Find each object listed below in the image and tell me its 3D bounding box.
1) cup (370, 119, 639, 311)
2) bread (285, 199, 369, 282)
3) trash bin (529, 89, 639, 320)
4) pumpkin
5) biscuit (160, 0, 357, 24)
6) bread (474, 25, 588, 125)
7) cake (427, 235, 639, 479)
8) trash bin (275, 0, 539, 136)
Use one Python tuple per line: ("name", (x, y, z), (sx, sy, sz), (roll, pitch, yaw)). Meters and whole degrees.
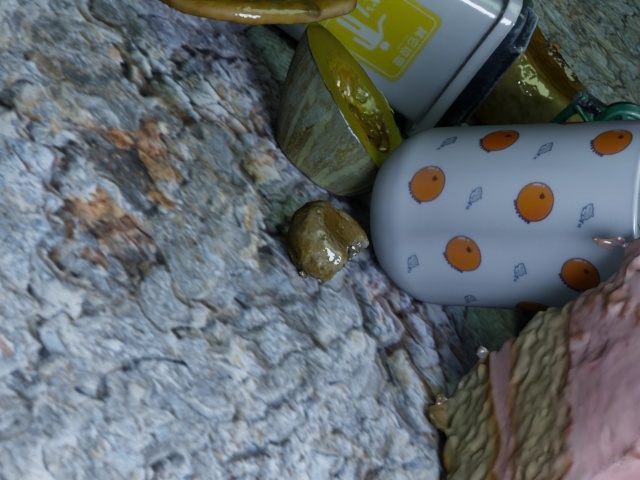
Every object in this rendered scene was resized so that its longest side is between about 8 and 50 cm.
("cup", (0.226, -0.028, 1.711), (0.212, 0.317, 0.212), (-7, 98, -62))
("bread", (0.000, 0.000, 1.658), (0.082, 0.060, 0.113), (49, 25, 4))
("trash bin", (0.378, 0.024, 1.954), (0.295, 0.259, 0.381), (37, 31, -18))
("pumpkin", (0.013, -0.139, 1.836), (0.217, 0.110, 0.217), (48, 16, -19))
("biscuit", (-0.082, -0.297, 1.850), (0.260, 0.041, 0.203), (2, 20, -13))
("bread", (0.301, -0.229, 2.326), (0.244, 0.134, 0.244), (37, 27, -23))
("cake", (0.319, 0.228, 1.525), (0.314, 0.307, 0.293), (33, 31, -23))
("trash bin", (0.084, -0.345, 2.079), (0.367, 0.256, 0.296), (28, 32, -15))
